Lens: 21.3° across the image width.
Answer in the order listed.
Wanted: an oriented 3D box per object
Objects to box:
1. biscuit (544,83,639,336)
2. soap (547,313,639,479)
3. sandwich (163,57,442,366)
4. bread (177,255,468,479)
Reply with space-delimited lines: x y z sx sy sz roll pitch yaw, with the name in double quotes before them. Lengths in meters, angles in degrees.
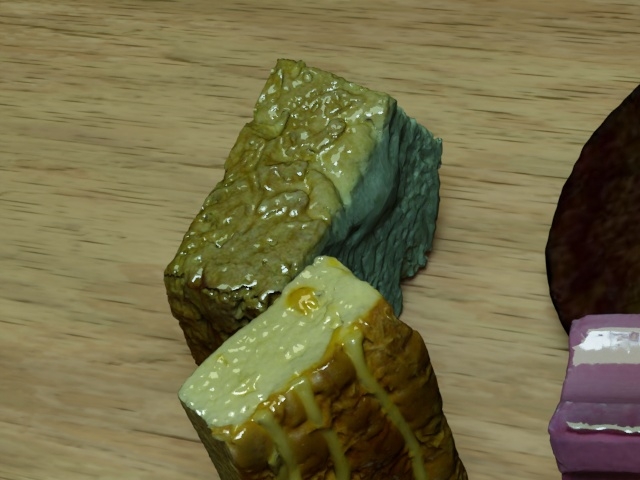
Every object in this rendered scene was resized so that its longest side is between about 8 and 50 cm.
"biscuit" 0.388 -0.018 1.459 0.407 0.091 0.407 -22 44 23
"soap" 0.368 0.170 1.266 0.360 0.233 0.128 -1 47 18
"sandwich" 0.000 0.000 1.513 0.131 0.262 0.325 14 56 21
"bread" 0.012 0.163 1.357 0.185 0.274 0.114 -41 47 -18
